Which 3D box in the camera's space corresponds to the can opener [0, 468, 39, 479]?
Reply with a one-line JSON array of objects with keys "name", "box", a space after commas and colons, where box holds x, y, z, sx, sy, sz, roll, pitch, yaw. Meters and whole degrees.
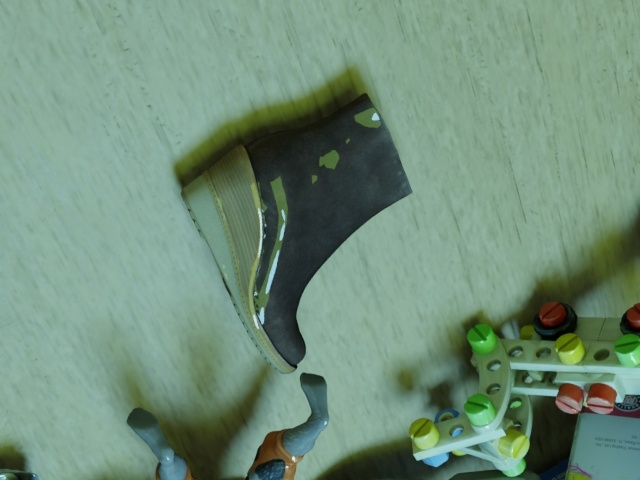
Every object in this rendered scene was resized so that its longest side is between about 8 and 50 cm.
[{"name": "can opener", "box": [-0.329, 0.353, 1.276, 0.074, 0.093, 0.280, -3, 123, -22]}]

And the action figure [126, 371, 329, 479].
[{"name": "action figure", "box": [-0.128, 0.315, 1.230, 0.341, 0.178, 0.330, -18, 126, -36]}]

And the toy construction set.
[{"name": "toy construction set", "box": [0.275, 0.175, 1.308, 0.215, 0.328, 0.151, -60, 149, -35]}]

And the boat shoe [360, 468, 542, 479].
[{"name": "boat shoe", "box": [0.101, 0.331, 1.367, 0.307, 0.104, 0.110, -14, 134, 14]}]

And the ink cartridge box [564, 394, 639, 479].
[{"name": "ink cartridge box", "box": [0.384, 0.303, 1.352, 0.226, 0.306, 0.131, 6, 146, 23]}]

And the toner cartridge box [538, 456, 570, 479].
[{"name": "toner cartridge box", "box": [0.249, 0.389, 1.470, 0.348, 0.165, 0.075, -29, 136, -6]}]

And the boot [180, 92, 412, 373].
[{"name": "boot", "box": [0.000, 0.000, 1.201, 0.207, 0.090, 0.248, -25, 121, -4]}]
